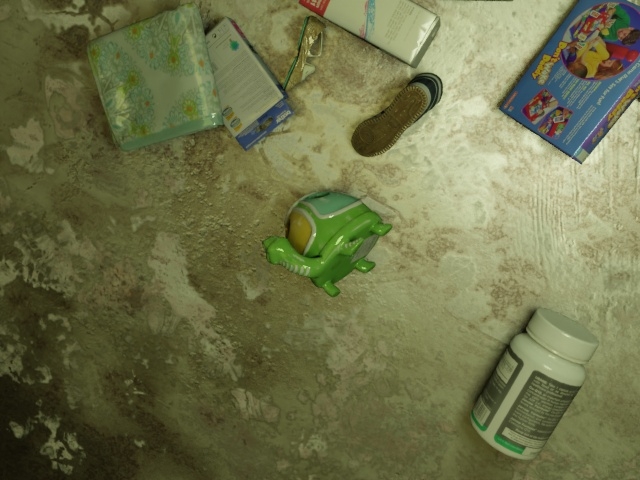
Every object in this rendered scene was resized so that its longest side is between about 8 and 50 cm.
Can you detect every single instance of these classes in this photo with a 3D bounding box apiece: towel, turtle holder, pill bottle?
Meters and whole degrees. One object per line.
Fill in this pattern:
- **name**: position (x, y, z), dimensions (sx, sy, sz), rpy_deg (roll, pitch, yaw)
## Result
- **towel**: position (-0.449, -0.427, 1.693), dimensions (0.375, 0.090, 0.320), rpy_deg (-8, 102, 27)
- **turtle holder**: position (0.004, 0.006, 1.640), dimensions (0.320, 0.243, 0.227), rpy_deg (-41, 68, -19)
- **pill bottle**: position (0.562, 0.375, 1.650), dimensions (0.204, 0.204, 0.361), rpy_deg (26, 107, 5)

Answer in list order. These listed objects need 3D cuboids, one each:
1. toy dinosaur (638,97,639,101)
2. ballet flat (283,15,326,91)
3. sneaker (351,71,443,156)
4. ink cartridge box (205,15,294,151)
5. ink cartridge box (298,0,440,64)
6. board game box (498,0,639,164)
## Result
- **toy dinosaur**: position (0.830, -0.374, 1.461), dimensions (0.322, 0.164, 0.218), rpy_deg (2, 86, 34)
- **ballet flat**: position (-0.038, -0.481, 1.649), dimensions (0.067, 0.073, 0.206), rpy_deg (18, 110, -8)
- **sneaker**: position (0.204, -0.327, 1.629), dimensions (0.099, 0.153, 0.282), rpy_deg (48, 137, -5)
- **ink cartridge box**: position (-0.222, -0.419, 1.702), dimensions (0.186, 0.065, 0.311), rpy_deg (-36, 91, 18)
- **ink cartridge box**: position (0.125, -0.547, 1.517), dimensions (0.306, 0.226, 0.131), rpy_deg (32, 107, 4)
- **board game box**: position (0.624, -0.387, 1.471), dimensions (0.233, 0.078, 0.347), rpy_deg (47, 110, 33)
